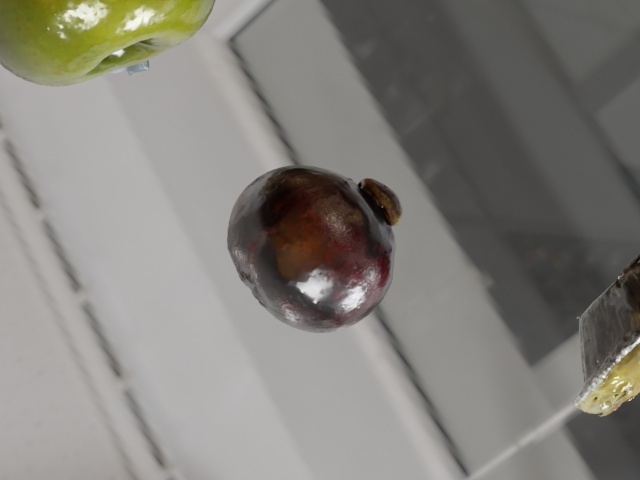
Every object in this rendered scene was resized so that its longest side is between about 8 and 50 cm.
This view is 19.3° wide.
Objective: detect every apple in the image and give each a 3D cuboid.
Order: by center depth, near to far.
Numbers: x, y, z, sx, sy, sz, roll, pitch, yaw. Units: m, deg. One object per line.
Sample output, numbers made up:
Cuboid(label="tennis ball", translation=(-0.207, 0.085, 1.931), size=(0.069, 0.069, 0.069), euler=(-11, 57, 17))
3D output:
Cuboid(label="apple", translation=(-0.181, -0.209, 1.462), size=(0.196, 0.196, 0.157), euler=(-13, -105, -60))

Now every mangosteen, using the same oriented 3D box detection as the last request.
Cuboid(label="mangosteen", translation=(0.000, 0.000, 1.565), size=(0.152, 0.152, 0.152), euler=(36, -150, -25))

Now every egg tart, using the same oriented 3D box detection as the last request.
Cuboid(label="egg tart", translation=(0.303, 0.062, 1.672), size=(0.094, 0.234, 0.234), euler=(50, -153, 9))

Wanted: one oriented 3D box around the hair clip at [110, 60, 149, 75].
Cuboid(label="hair clip", translation=(-0.250, -0.290, 2.229), size=(0.195, 0.124, 0.052), euler=(63, -151, -16))
